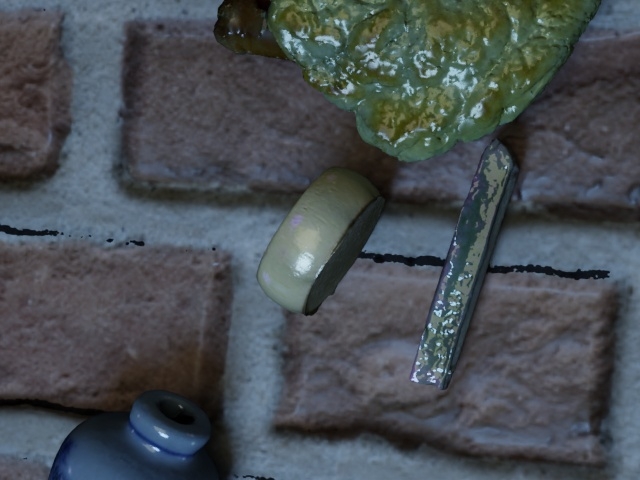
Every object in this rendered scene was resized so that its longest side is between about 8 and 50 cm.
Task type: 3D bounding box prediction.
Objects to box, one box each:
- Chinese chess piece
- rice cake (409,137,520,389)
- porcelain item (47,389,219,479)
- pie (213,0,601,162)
[{"bbox_3d":[0.000,0.000,1.125,0.051,0.122,0.122,33,101,11],"label":"Chinese chess piece"},{"bbox_3d":[0.115,0.020,1.129,0.036,0.047,0.206,17,98,3],"label":"rice cake"},{"bbox_3d":[-0.173,0.245,1.186,0.141,0.141,0.259,32,109,16],"label":"porcelain item"},{"bbox_3d":[0.072,-0.206,1.112,0.274,0.105,0.257,36,92,15],"label":"pie"}]
